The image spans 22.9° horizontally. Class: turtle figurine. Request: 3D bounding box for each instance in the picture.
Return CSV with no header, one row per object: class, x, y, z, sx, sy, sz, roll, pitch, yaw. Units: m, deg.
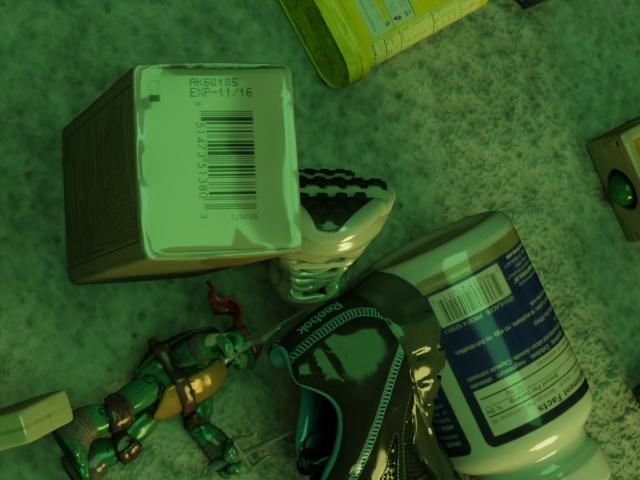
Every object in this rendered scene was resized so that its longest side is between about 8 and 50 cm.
turtle figurine,-0.115,0.136,1.368,0.234,0.118,0.175,-30,135,-17

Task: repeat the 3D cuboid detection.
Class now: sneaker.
sneaker,0.042,0.196,1.376,0.140,0.125,0.340,-26,115,-26
sneaker,0.000,0.000,1.329,0.110,0.292,0.118,4,94,-3

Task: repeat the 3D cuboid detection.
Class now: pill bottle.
pill bottle,0.154,0.119,1.441,0.153,0.153,0.264,-27,96,-19

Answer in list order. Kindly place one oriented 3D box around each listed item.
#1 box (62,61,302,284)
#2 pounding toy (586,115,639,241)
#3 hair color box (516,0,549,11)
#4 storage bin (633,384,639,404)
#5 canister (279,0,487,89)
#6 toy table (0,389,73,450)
box,-0.122,-0.045,1.270,0.121,0.311,0.147,-3,87,-19
pounding toy,0.339,-0.058,1.546,0.141,0.100,0.130,-27,95,-19
hair color box,0.155,-0.408,1.504,0.347,0.105,0.174,46,74,-12
storage bin,0.376,0.170,1.548,0.098,0.091,0.135,-37,99,-18
canister,0.059,-0.234,1.475,0.170,0.073,0.126,-31,97,-20
toy table,-0.318,0.174,1.190,0.252,0.161,0.274,68,26,-14
